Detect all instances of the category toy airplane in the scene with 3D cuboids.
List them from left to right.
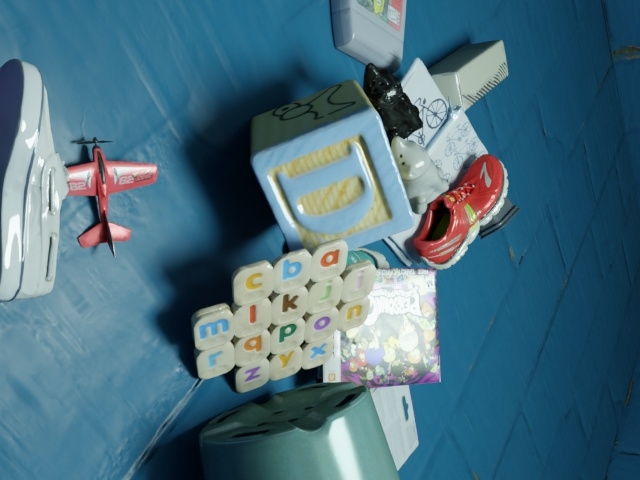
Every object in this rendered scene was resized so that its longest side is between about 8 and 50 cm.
[{"bbox_3d":[-0.271,-0.054,0.796,0.151,0.028,0.151,-2,93,-41],"label":"toy airplane"}]

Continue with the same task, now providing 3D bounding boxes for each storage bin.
[{"bbox_3d":[0.435,-0.077,1.636,0.135,0.098,0.091,-34,89,-45],"label":"storage bin"}]

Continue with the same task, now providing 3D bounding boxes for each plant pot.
[{"bbox_3d":[-0.012,0.399,0.903,0.341,0.341,0.334,-12,87,-50],"label":"plant pot"}]

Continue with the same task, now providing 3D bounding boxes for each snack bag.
[{"bbox_3d":[0.197,-0.154,1.298,0.323,0.037,0.342,-55,133,-10],"label":"snack bag"}]

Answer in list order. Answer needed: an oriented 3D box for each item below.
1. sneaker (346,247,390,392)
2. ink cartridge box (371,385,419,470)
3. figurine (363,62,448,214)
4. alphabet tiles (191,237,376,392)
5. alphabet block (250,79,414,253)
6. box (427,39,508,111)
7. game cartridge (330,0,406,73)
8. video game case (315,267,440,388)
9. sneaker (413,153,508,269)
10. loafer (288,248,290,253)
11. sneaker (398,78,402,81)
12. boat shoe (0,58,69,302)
[{"bbox_3d":[0.060,0.151,1.182,0.110,0.107,0.275,3,83,-32],"label":"sneaker"},{"bbox_3d":[0.115,0.377,1.270,0.224,0.045,0.223,-29,114,-48],"label":"ink cartridge box"},{"bbox_3d":[0.135,-0.167,1.057,0.209,0.092,0.215,33,37,-69],"label":"figurine"},{"bbox_3d":[-0.050,0.116,0.939,0.284,0.021,0.278,-16,137,-21],"label":"alphabet tiles"},{"bbox_3d":[0.011,-0.107,0.960,0.197,0.192,0.193,-100,171,-63],"label":"alphabet block"},{"bbox_3d":[0.334,-0.382,1.481,0.275,0.113,0.094,-40,122,-42],"label":"box"},{"bbox_3d":[0.097,-0.495,1.232,0.196,0.060,0.294,8,84,-47],"label":"game cartridge"},{"bbox_3d":[0.102,0.153,1.124,0.232,0.042,0.210,1,86,-21],"label":"video game case"},{"bbox_3d":[0.291,-0.071,1.320,0.118,0.107,0.279,39,79,-40],"label":"sneaker"},{"bbox_3d":[0.000,0.000,1.118,0.148,0.050,0.056,-28,112,-48],"label":"loafer"},{"bbox_3d":[0.197,-0.251,1.332,0.069,0.083,0.186,-14,101,-50],"label":"sneaker"},{"bbox_3d":[-0.323,-0.062,0.697,0.084,0.095,0.258,2,99,-55],"label":"boat shoe"}]
